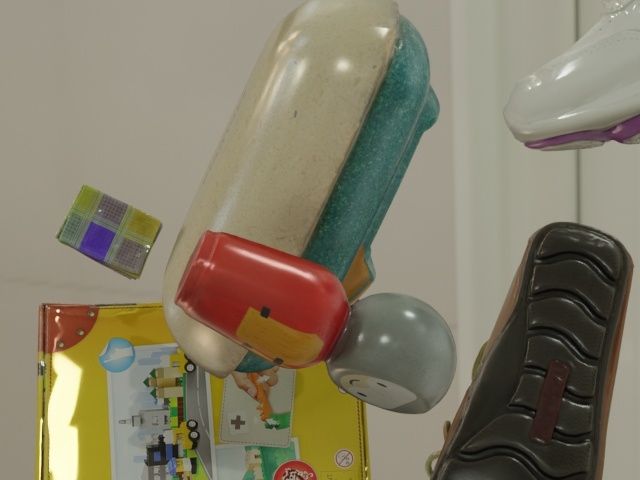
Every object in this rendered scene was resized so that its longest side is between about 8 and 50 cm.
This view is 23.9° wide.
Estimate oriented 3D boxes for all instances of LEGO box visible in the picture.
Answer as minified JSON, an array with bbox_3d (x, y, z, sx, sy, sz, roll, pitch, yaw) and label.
[{"bbox_3d":[-0.130,0.326,1.725,0.373,0.500,0.193,-1,-21,-3],"label":"LEGO box"}]

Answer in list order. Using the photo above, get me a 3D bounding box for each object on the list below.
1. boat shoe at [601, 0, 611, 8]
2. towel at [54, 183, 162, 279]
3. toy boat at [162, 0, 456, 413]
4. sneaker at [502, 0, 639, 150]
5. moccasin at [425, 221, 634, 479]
[{"bbox_3d":[0.352,-0.290,1.625,0.102,0.301,0.108,5,39,47],"label":"boat shoe"},{"bbox_3d":[-0.187,-0.008,1.347,0.083,0.060,0.009,28,-8,-14],"label":"towel"},{"bbox_3d":[0.000,0.000,0.893,0.148,0.267,0.318,24,20,-8],"label":"toy boat"},{"bbox_3d":[0.219,-0.159,0.808,0.305,0.152,0.114,-33,-7,7],"label":"sneaker"},{"bbox_3d":[0.163,0.167,1.258,0.139,0.380,0.147,12,-30,6],"label":"moccasin"}]
